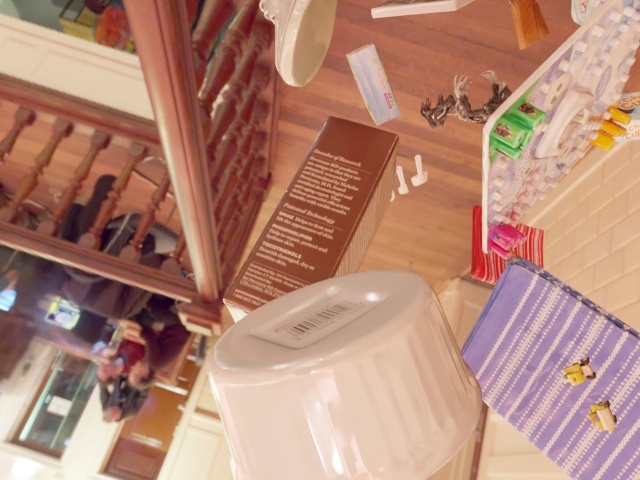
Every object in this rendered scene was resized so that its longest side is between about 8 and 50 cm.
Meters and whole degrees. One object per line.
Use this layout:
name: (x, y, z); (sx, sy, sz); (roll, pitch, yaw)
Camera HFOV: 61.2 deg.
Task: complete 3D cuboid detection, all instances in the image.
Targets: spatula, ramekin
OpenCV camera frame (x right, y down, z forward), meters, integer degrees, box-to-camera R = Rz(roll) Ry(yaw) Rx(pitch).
spatula: (0.251, -0.188, 1.650); (0.168, 0.019, 0.242); (-25, 159, 5)
ramekin: (0.016, 0.136, 0.575); (0.277, 0.277, 0.135); (-8, 107, 44)

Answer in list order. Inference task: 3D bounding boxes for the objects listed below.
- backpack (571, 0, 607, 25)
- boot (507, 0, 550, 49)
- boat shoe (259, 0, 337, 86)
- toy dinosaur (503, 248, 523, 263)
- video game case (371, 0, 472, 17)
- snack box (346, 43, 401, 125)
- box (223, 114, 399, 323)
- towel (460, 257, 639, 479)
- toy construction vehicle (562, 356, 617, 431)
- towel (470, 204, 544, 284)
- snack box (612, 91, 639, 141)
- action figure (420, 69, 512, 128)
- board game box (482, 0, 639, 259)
backpack: (0.820, -0.689, 1.518); (0.225, 0.253, 0.191); (-8, -178, -43)
boot: (0.579, -0.725, 1.662); (0.096, 0.264, 0.280); (2, 116, 53)
boat shoe: (-0.029, -0.300, 0.671); (0.081, 0.227, 0.079); (9, 174, 26)
toy dinosaur: (0.496, 0.052, 1.326); (0.082, 0.090, 0.047); (7, 168, -5)
video game case: (0.382, -0.796, 1.763); (0.329, 0.300, 0.036); (18, 135, 44)
snack box: (0.126, -0.384, 1.318); (0.070, 0.207, 0.174); (-23, 108, 7)
box: (0.000, 0.000, 0.900); (0.143, 0.381, 0.191); (22, 153, 15)
towel: (0.364, 0.209, 0.793); (0.040, 0.243, 0.336); (1, -150, -44)
toy construction vehicle: (0.322, 0.188, 0.649); (0.035, 0.085, 0.098); (-25, 167, 23)
towel: (0.497, 0.030, 1.423); (0.275, 0.198, 0.031); (16, 161, -29)
snack box: (0.866, -0.324, 1.359); (0.322, 0.187, 0.060); (-3, 123, 22)
action figure: (0.389, -0.355, 1.364); (0.164, 0.140, 0.276); (-15, -167, -41)
board game box: (0.415, -0.184, 0.895); (0.050, 0.390, 0.390); (40, 169, 30)
